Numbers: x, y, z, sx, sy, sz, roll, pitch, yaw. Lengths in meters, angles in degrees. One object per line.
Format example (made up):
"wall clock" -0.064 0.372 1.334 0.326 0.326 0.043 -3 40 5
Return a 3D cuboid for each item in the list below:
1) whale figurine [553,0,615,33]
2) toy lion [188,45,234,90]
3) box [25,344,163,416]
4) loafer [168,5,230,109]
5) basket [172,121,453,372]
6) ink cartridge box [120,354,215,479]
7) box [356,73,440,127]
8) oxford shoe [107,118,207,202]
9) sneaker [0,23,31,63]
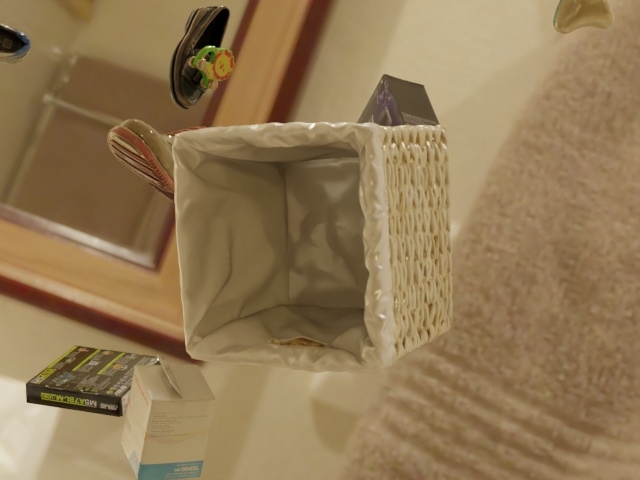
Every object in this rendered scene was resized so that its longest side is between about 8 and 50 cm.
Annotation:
"whale figurine" 0.391 -0.460 1.899 0.216 0.272 0.141 -12 19 -18
"toy lion" -0.224 -0.374 2.618 0.034 0.096 0.100 22 -25 35
"box" -0.399 0.248 2.204 0.184 0.045 0.190 4 17 15
"loafer" -0.259 -0.406 2.672 0.084 0.267 0.096 -13 -37 33
"basket" 0.000 0.000 1.739 0.328 0.331 0.266 0 5 32
"ink cartridge box" -0.200 0.231 1.631 0.090 0.143 0.092 2 25 -26
"box" 0.128 -0.166 2.443 0.103 0.261 0.184 14 36 -22
"oxford shoe" -0.240 -0.145 2.010 0.123 0.130 0.348 34 -4 16
"sneaker" -0.403 -0.244 1.448 0.135 0.052 0.058 7 -2 -29
